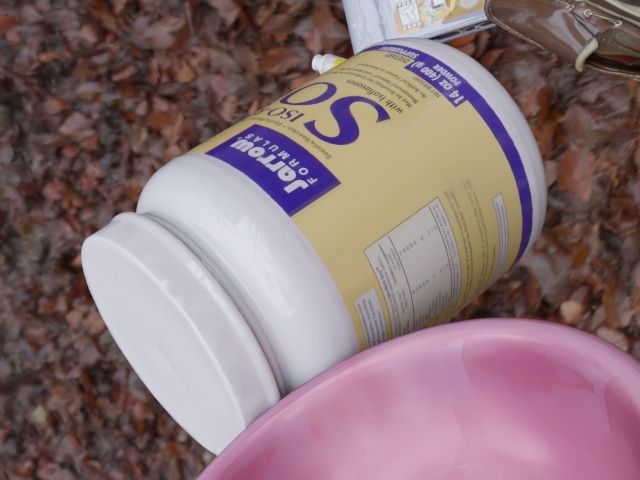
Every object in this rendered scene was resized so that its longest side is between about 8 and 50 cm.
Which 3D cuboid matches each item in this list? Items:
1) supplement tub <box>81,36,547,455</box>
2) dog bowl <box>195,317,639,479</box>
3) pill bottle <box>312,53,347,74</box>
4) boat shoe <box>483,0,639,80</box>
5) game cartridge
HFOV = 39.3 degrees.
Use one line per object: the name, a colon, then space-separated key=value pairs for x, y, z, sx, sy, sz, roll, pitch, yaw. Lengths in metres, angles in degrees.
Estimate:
supplement tub: x=0.000 y=0.000 z=0.746 sx=0.241 sy=0.331 sz=0.241 roll=38 pitch=147 yaw=30
dog bowl: x=0.059 y=0.206 z=0.488 sx=0.408 sy=0.408 sz=0.150 roll=-14 pitch=119 yaw=36
pill bottle: x=0.027 y=-0.324 z=1.683 sx=0.083 sy=0.043 sz=0.043 roll=23 pitch=118 yaw=26
boat shoe: x=0.326 y=-0.259 z=1.108 sx=0.258 sy=0.095 sz=0.095 roll=14 pitch=142 yaw=3
game cartridge: x=0.176 y=-0.409 z=1.406 sx=0.297 sy=0.062 sz=0.198 roll=-15 pitch=86 yaw=16
